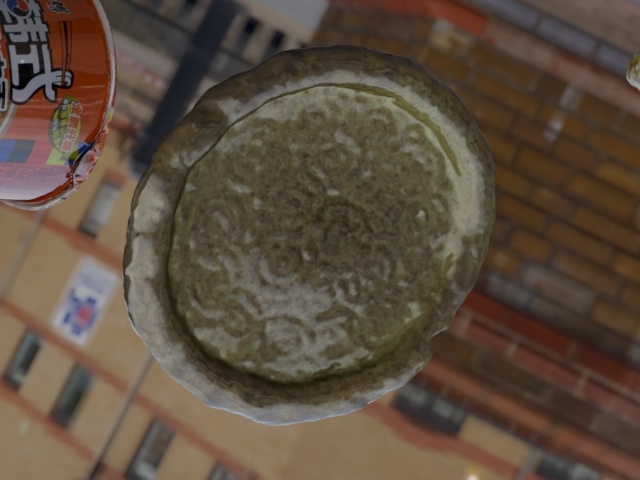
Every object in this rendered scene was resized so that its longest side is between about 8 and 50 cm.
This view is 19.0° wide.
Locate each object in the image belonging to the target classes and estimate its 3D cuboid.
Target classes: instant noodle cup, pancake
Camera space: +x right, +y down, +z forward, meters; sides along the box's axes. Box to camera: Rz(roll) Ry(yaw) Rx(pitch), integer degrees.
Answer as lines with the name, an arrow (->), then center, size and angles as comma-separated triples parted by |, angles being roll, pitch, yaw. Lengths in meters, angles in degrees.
instant noodle cup -> -0.336, -0.144, 1.723 | 0.250, 0.250, 0.192 | 26, -159, 36
pancake -> -0.001, 0.000, 0.903 | 0.199, 0.199, 0.021 | 27, -178, -32

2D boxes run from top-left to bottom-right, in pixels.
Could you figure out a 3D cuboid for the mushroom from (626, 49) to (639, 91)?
mushroom -> 0.367, -0.056, 1.533 | 0.109, 0.097, 0.351 | 8, -149, -38
